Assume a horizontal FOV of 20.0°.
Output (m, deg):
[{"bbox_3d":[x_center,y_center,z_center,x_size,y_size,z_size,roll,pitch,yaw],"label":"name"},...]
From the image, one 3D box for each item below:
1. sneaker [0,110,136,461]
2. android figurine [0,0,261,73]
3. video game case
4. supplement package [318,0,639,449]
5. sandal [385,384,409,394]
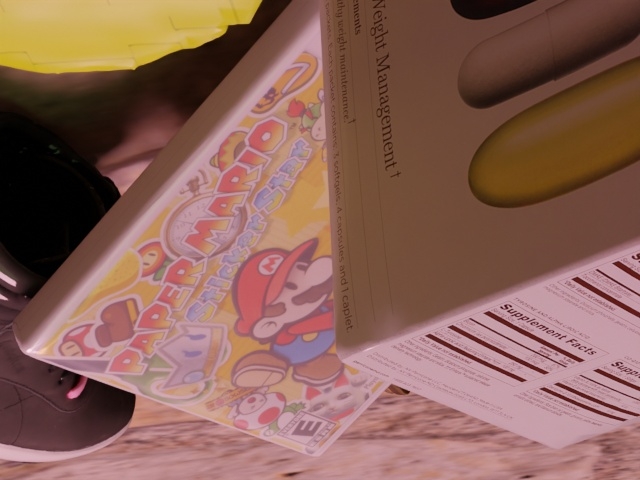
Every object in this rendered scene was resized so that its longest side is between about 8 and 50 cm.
[{"bbox_3d":[-0.145,0.034,0.935,0.147,0.104,0.296,-11,148,26],"label":"sneaker"},{"bbox_3d":[-0.109,-0.144,0.627,0.248,0.056,0.273,-3,151,12],"label":"android figurine"},{"bbox_3d":[0.000,0.000,0.869,0.206,0.026,0.227,25,115,-42],"label":"video game case"},{"bbox_3d":[0.122,-0.052,0.699,0.203,0.194,0.149,-24,147,35],"label":"supplement package"},{"bbox_3d":[0.020,0.039,1.020,0.049,0.072,0.180,12,162,19],"label":"sandal"}]
